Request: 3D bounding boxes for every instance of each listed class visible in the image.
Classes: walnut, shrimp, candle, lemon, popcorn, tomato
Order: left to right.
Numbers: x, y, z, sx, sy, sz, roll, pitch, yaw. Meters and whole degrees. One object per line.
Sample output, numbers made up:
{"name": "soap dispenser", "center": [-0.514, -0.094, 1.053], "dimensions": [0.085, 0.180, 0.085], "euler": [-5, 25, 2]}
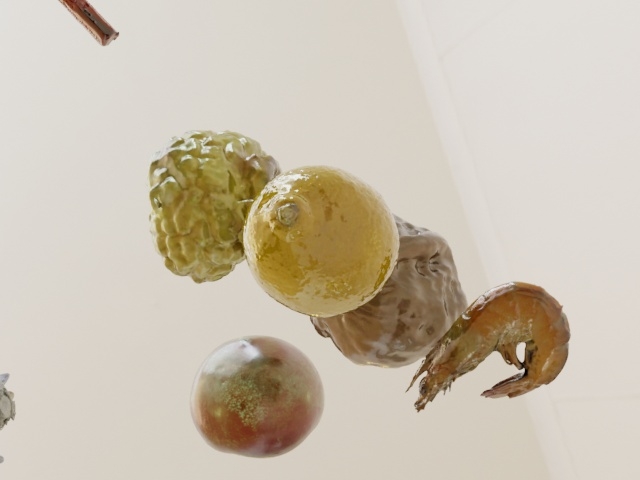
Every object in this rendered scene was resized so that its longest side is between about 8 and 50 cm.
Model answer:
{"name": "candle", "center": [-0.419, -0.398, 1.583], "dimensions": [0.162, 0.048, 0.053], "euler": [45, 10, -7]}
{"name": "popcorn", "center": [-0.138, -0.045, 1.337], "dimensions": [0.251, 0.237, 0.205], "euler": [27, -63, 31]}
{"name": "tomato", "center": [-0.128, 0.302, 1.839], "dimensions": [0.270, 0.270, 0.222], "euler": [12, -68, 63]}
{"name": "lemon", "center": [0.000, 0.000, 1.135], "dimensions": [0.244, 0.187, 0.187], "euler": [34, 21, -55]}
{"name": "walnut", "center": [0.092, 0.074, 1.440], "dimensions": [0.227, 0.273, 0.273], "euler": [-17, -92, 46]}
{"name": "shrimp", "center": [0.226, 0.158, 1.249], "dimensions": [0.249, 0.068, 0.150], "euler": [-37, -93, 21]}

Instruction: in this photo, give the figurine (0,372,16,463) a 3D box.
{"name": "figurine", "center": [-0.472, 0.222, 1.169], "dimensions": [0.208, 0.184, 0.128], "euler": [-75, 147, -48]}
